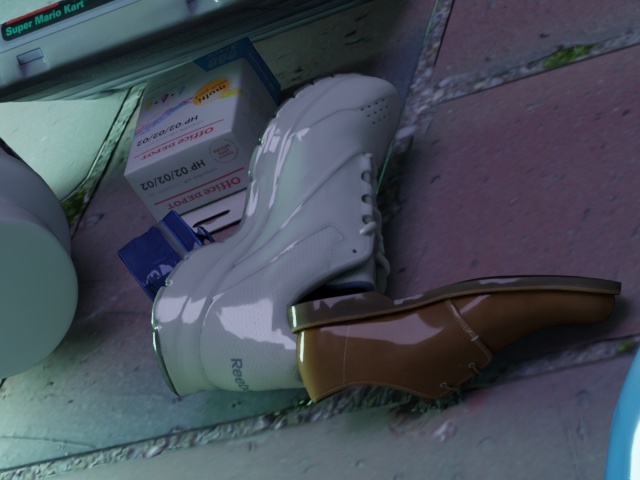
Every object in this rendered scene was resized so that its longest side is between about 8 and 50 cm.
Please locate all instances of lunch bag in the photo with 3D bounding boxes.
[{"bbox_3d":[-0.103,0.022,1.376,0.065,0.067,0.098,-36,30,-5],"label":"lunch bag"}]

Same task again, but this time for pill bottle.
[{"bbox_3d":[-0.306,-0.006,1.498,0.176,0.176,0.318,-39,31,-9],"label":"pill bottle"}]

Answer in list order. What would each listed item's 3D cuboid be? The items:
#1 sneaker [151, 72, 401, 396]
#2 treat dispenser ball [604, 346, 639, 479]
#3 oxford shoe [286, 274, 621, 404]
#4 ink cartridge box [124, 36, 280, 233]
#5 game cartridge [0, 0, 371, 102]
[{"bbox_3d":[0.000,0.000,1.303,0.129,0.111,0.297,8,53,29],"label":"sneaker"},{"bbox_3d":[0.253,0.106,0.711,0.288,0.288,0.288,-24,32,16],"label":"treat dispenser ball"},{"bbox_3d":[0.087,0.062,1.158,0.212,0.076,0.076,-11,81,16],"label":"oxford shoe"},{"bbox_3d":[-0.097,-0.081,1.518,0.104,0.061,0.181,-22,33,19],"label":"ink cartridge box"},{"bbox_3d":[-0.121,-0.193,1.587,0.355,0.068,0.230,-16,-6,26],"label":"game cartridge"}]
